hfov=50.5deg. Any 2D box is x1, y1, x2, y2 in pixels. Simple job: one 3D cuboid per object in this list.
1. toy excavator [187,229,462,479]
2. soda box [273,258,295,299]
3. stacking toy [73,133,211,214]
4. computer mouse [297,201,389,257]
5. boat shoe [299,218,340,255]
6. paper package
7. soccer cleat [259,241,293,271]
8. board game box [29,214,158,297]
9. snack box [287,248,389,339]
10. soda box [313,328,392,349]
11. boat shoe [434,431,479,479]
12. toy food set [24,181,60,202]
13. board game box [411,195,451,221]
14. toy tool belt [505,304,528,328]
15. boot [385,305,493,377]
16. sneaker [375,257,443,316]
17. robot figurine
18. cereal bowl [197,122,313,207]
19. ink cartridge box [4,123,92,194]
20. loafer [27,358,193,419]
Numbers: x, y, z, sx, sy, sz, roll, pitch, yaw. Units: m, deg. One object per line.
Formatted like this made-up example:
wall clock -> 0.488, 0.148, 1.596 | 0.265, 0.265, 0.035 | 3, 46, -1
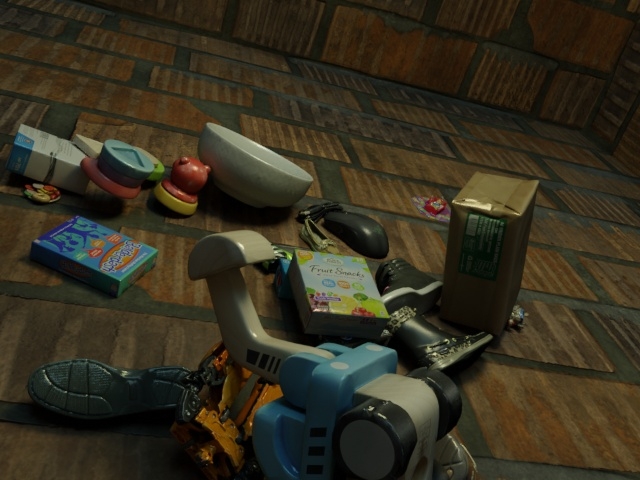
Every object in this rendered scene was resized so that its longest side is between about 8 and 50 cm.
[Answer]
toy excavator -> -0.028, 0.224, 1.038 | 0.445, 0.433, 0.222 | 10, 11, 30
soda box -> 0.001, 0.100, 1.596 | 0.210, 0.071, 0.067 | 8, 30, -20
stacking toy -> -0.452, -0.211, 1.725 | 0.309, 0.130, 0.279 | 13, 27, -50
computer mouse -> 0.085, -0.047, 1.920 | 0.272, 0.072, 0.188 | 33, 30, 27
boat shoe -> 0.001, 0.000, 1.806 | 0.056, 0.048, 0.153 | -5, 35, -38
paper package -> 0.424, 0.023, 1.706 | 0.168, 0.325, 0.309 | 12, 25, 20
soccer cleat -> -0.135, 0.036, 1.648 | 0.178, 0.060, 0.072 | 24, 29, 4
board game box -> -0.481, 0.029, 1.457 | 0.210, 0.047, 0.160 | 23, 27, 6
snack box -> 0.033, 0.113, 1.462 | 0.174, 0.070, 0.207 | 7, 33, -21
soda box -> 0.068, 0.217, 1.442 | 0.168, 0.053, 0.060 | -5, 35, -39
boat shoe -> 0.165, 0.349, 1.217 | 0.116, 0.123, 0.324 | 42, 2, -34
toy food set -> -0.671, -0.116, 1.637 | 0.082, 0.020, 0.083 | 30, 30, 21
board game box -> 0.384, -0.120, 2.280 | 0.133, 0.033, 0.169 | 8, 28, -19
toy tool belt -> 0.508, 0.201, 1.745 | 0.051, 0.052, 0.083 | 15, 27, 13
boot -> 0.265, 0.211, 1.520 | 0.236, 0.085, 0.178 | -17, 51, -43
sneaker -> 0.170, 0.121, 1.638 | 0.147, 0.105, 0.295 | 32, 24, 28
robot figurine -> -0.141, 0.271, 1.124 | 0.211, 0.085, 0.291 | 56, 30, -12
cereal bowl -> -0.197, -0.188, 1.882 | 0.339, 0.141, 0.339 | 29, 9, -5
ink cartridge box -> -0.668, -0.203, 1.691 | 0.190, 0.082, 0.140 | 21, 21, -25
loafer -> -0.339, 0.252, 1.122 | 0.267, 0.084, 0.096 | 6, 66, -18
